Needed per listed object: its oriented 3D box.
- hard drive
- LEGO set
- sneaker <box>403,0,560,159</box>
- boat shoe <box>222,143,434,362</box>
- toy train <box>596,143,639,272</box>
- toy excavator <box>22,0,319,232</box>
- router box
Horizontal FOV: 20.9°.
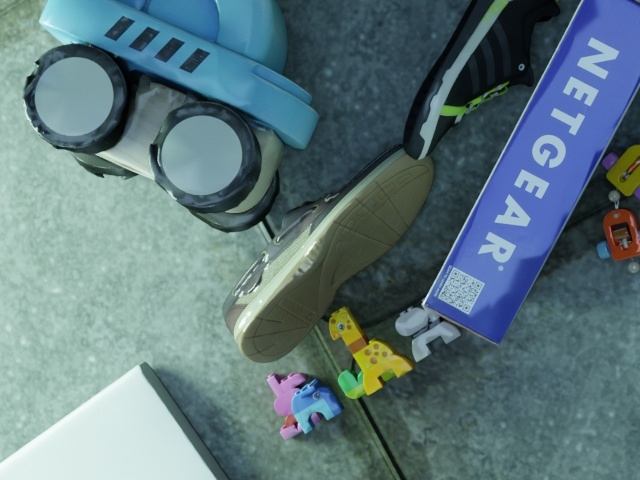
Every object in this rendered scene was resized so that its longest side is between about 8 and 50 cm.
[{"bbox_3d":[-0.261,0.304,1.941,0.307,0.040,0.203,-35,88,12],"label":"hard drive"},{"bbox_3d":[0.027,0.123,1.843,0.227,0.087,0.093,-32,89,11],"label":"LEGO set"},{"bbox_3d":[0.172,-0.174,1.771,0.097,0.084,0.234,31,84,-5],"label":"sneaker"},{"bbox_3d":[0.000,0.000,1.833,0.285,0.103,0.092,-50,49,5],"label":"boat shoe"},{"bbox_3d":[0.355,-0.045,1.777,0.166,0.046,0.125,-22,86,25],"label":"toy train"},{"bbox_3d":[-0.164,-0.284,1.805,0.433,0.222,0.445,25,86,8],"label":"toy excavator"},{"bbox_3d":[0.227,-0.083,1.674,0.082,0.301,0.335,28,100,7],"label":"router box"}]
